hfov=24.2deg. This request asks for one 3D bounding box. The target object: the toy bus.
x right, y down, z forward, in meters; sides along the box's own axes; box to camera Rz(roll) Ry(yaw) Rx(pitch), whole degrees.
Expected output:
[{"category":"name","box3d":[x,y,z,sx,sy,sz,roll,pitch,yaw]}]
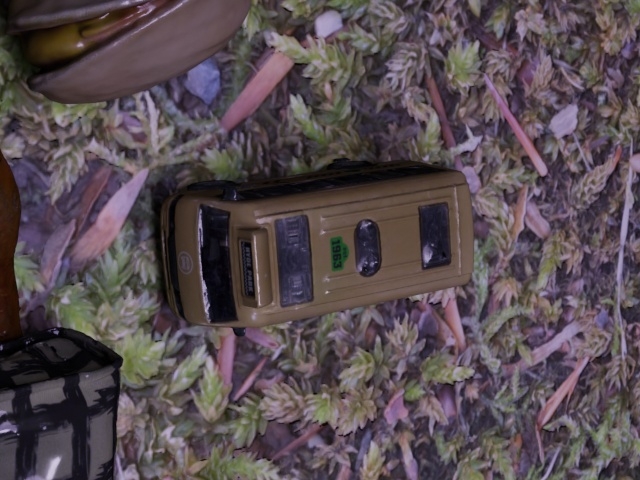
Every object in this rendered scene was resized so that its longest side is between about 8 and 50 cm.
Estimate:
[{"category":"toy bus","box3d":[0.000,0.000,1.796,0.365,0.202,0.177,-11,102,-33]}]

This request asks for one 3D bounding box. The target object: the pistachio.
[{"category":"pistachio","box3d":[-0.199,-0.249,1.636,0.288,0.197,0.166,-32,108,-17]}]

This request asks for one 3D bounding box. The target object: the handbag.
[{"category":"handbag","box3d":[-0.367,0.279,1.554,0.327,0.162,0.325,-9,110,-41]}]

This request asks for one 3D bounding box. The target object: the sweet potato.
[{"category":"sweet potato","box3d":[-0.374,-0.022,1.588,0.112,0.112,0.359,-15,122,-33]}]
